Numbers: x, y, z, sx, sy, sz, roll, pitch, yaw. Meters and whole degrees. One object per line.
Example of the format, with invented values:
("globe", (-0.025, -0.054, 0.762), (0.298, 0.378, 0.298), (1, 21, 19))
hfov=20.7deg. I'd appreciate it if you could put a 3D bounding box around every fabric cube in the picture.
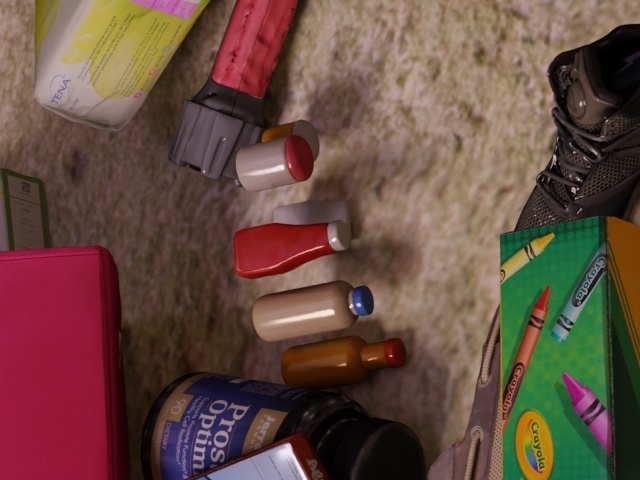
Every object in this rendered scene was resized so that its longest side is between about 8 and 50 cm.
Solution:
("fabric cube", (-0.293, 0.169, 1.494), (0.259, 0.254, 0.258), (-4, 71, -5))

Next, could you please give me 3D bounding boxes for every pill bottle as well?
("pill bottle", (-0.029, 0.177, 1.411), (0.219, 0.123, 0.122), (5, 82, 40))

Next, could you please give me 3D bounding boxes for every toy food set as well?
("toy food set", (0.000, 0.000, 1.444), (0.104, 0.111, 0.232), (-12, 70, 26))

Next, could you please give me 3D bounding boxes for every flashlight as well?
("flashlight", (-0.048, -0.199, 1.539), (0.103, 0.103, 0.304), (22, 93, 39))

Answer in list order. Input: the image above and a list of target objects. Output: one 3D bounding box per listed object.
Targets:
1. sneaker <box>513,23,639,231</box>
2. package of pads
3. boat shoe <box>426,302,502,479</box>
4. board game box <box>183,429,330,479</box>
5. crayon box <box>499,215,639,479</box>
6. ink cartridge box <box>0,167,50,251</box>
("sneaker", (0.190, -0.066, 1.280), (0.227, 0.130, 0.087), (-53, 49, 21))
("package of pads", (-0.160, -0.270, 1.584), (0.296, 0.101, 0.229), (-52, 30, 35))
("boat shoe", (0.152, 0.191, 1.264), (0.130, 0.132, 0.355), (5, 74, 51))
("board game box", (-0.005, 0.293, 1.337), (0.145, 0.027, 0.281), (-26, 93, 33))
("crayon box", (0.223, 0.094, 1.107), (0.081, 0.278, 0.165), (-11, 72, 40))
("ink cartridge box", (-0.322, 0.045, 1.741), (0.109, 0.062, 0.209), (-25, 64, 34))
